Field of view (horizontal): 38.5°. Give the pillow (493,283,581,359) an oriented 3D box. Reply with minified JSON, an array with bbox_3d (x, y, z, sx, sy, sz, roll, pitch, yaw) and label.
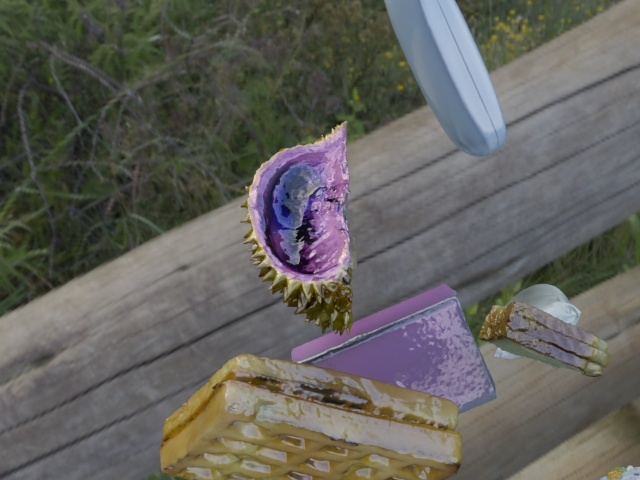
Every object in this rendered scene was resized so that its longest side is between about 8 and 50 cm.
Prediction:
[{"bbox_3d":[0.336,0.130,1.479,0.144,0.254,0.078,-37,89,9],"label":"pillow"}]

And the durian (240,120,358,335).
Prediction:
[{"bbox_3d":[-0.011,0.008,1.202,0.154,0.186,0.260,-13,40,15],"label":"durian"}]

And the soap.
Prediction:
[{"bbox_3d":[0.108,0.195,1.350,0.259,0.181,0.081,-25,16,2],"label":"soap"}]

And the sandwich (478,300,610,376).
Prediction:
[{"bbox_3d":[0.198,0.089,0.807,0.105,0.093,0.035,23,81,-1],"label":"sandwich"}]

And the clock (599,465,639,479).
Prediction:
[{"bbox_3d":[0.559,0.442,1.521,0.144,0.103,0.231,-9,20,-15],"label":"clock"}]

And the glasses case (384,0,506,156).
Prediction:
[{"bbox_3d":[0.102,-0.151,0.763,0.045,0.178,0.067,-32,18,-12],"label":"glasses case"}]

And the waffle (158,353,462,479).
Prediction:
[{"bbox_3d":[-0.011,0.246,1.129,0.328,0.224,0.098,19,47,-22],"label":"waffle"}]
